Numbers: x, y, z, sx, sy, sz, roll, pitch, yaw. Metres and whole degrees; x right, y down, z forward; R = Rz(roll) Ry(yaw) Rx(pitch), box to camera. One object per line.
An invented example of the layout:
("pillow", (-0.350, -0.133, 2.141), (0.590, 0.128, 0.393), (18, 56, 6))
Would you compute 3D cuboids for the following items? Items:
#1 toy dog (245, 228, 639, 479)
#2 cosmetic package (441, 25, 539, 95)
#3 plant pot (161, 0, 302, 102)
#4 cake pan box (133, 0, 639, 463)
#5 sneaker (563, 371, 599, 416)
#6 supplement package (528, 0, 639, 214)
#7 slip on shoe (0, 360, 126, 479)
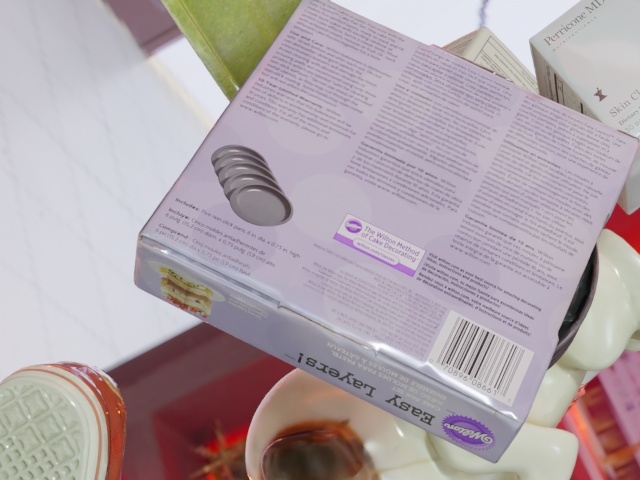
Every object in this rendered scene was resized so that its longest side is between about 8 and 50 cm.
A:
("toy dog", (0.113, 0.134, 1.326), (0.395, 0.408, 0.284), (47, -4, -14))
("cosmetic package", (0.144, -0.094, 1.658), (0.153, 0.129, 0.296), (45, 57, -16))
("plant pot", (-0.037, -0.287, 1.097), (0.276, 0.254, 0.276), (58, 1, -2))
("cake pan box", (0.053, -0.017, 0.891), (0.070, 0.267, 0.245), (106, 10, -57))
("sneaker", (0.273, 0.211, 1.698), (0.090, 0.270, 0.145), (3, 71, -33))
("supplement package", (0.356, -0.185, 1.360), (0.145, 0.262, 0.204), (52, -1, 22))
("slip on shoe", (-0.202, 0.234, 0.976), (0.101, 0.123, 0.331), (-33, 139, -70))
